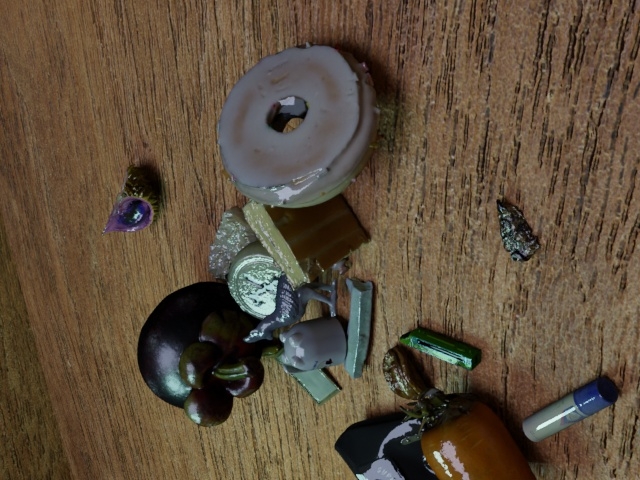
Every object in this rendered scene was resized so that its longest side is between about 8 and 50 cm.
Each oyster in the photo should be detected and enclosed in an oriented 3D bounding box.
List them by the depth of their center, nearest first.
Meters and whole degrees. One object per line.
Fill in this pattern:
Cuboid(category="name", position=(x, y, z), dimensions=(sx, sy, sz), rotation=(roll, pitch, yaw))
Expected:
Cuboid(category="oyster", position=(0.382, -0.017, 1.475), dimensions=(0.132, 0.029, 0.086), rotation=(50, 138, 11))

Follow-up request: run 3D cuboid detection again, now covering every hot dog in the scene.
Cuboid(category="hot dog", position=(0.208, 0.335, 1.824), dimensions=(0.147, 0.065, 0.099), rotation=(58, 149, 1))
Cuboid(category="hot dog", position=(-0.156, 0.334, 2.220), dimensions=(0.137, 0.028, 0.044), rotation=(-18, 99, 51))

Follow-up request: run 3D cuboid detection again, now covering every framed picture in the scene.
Cuboid(category="framed picture", position=(-0.040, 0.382, 2.119), dimensions=(0.201, 0.010, 0.136), rotation=(46, 138, 4))

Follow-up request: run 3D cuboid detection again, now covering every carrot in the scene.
Cuboid(category="carrot", position=(0.336, 0.468, 1.671), dimensions=(0.193, 0.214, 0.331), rotation=(-36, 87, 6))

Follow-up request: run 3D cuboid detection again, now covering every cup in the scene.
Cuboid(category="cup", position=(-0.034, 0.280, 1.947), dimensions=(0.173, 0.142, 0.134), rotation=(-27, 73, 60))

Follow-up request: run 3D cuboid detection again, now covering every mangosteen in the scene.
Cuboid(category="mangosteen", position=(-0.319, 0.327, 2.113), dimensions=(0.435, 0.382, 0.382), rotation=(36, 134, 39))

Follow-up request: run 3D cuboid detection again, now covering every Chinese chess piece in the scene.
Cuboid(category="Chinese chess piece", position=(-0.138, 0.110, 1.971), dimensions=(0.238, 0.092, 0.238), rotation=(8, 120, 15))

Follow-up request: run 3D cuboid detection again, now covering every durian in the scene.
Cuboid(category="durian", position=(-0.597, -0.139, 2.337), dimensions=(0.260, 0.154, 0.186), rotation=(-27, 69, 55))

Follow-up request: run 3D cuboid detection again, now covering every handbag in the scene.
Cuboid(category="handbag", position=(0.228, 0.600, 1.902), dimensions=(0.288, 0.152, 0.342), rotation=(-38, 83, 37))

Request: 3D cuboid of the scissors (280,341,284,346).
Cuboid(category="scissors", position=(-0.050, 0.305, 2.103), dimensions=(0.212, 0.021, 0.110), rotation=(-4, 107, 46))

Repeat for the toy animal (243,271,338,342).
Cuboid(category="toy animal", position=(-0.049, 0.123, 1.850), dimensions=(0.206, 0.081, 0.367), rotation=(18, 104, -1))

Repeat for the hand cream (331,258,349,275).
Cuboid(category="hand cream", position=(0.000, 0.000, 1.869), dimensions=(0.210, 0.043, 0.067), rotation=(51, 142, 20))

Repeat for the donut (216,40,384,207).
Cuboid(category="donut", position=(-0.042, -0.242, 1.582), dimensions=(0.382, 0.142, 0.382), rotation=(-8, 71, 23))

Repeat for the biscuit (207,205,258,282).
Cuboid(category="biscuit", position=(-0.226, 0.041, 2.090), dimensions=(0.179, 0.084, 0.281), rotation=(43, 138, 14))

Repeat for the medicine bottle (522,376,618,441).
Cuboid(category="medicine bottle", position=(0.514, 0.353, 1.525), dimensions=(0.059, 0.059, 0.231), rotation=(51, 139, 11))

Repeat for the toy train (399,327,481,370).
Cuboid(category="toy train", position=(0.274, 0.243, 1.719), dimensions=(0.209, 0.044, 0.042), rotation=(18, 124, 38))

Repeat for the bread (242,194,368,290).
Cuboid(category="bread", position=(-0.036, -0.030, 1.729), dimensions=(0.239, 0.246, 0.111), rotation=(56, 137, 6))

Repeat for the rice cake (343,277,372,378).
Cuboid(category="rice cake", position=(0.093, 0.225, 1.892), dimensions=(0.081, 0.051, 0.290), rotation=(33, 131, 43))
